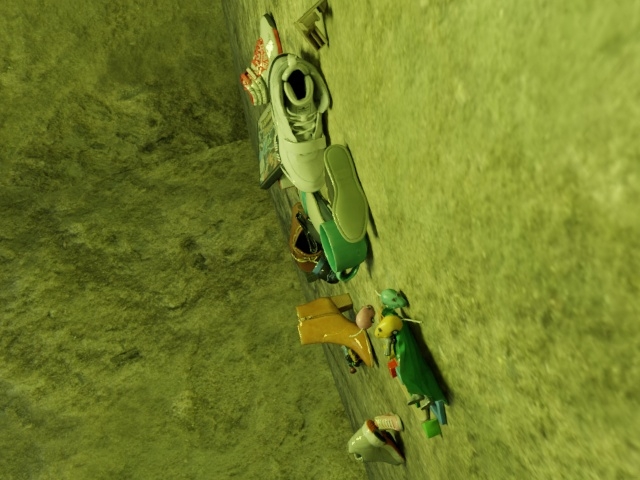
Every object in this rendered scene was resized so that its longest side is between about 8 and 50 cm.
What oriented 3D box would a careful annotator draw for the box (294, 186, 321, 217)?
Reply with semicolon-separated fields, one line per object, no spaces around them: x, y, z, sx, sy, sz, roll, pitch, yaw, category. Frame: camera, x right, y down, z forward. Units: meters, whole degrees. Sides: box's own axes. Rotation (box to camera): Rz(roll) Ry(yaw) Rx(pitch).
-0.044;-0.168;1.676;0.101;0.060;0.244;82;167;-48;box

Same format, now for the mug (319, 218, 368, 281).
0.063;0.013;1.216;0.158;0.097;0.130;86;164;-59;mug

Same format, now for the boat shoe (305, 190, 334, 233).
0.026;-0.064;1.367;0.095;0.079;0.255;87;161;-45;boat shoe

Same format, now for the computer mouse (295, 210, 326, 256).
0.000;0.000;1.549;0.262;0.060;0.184;14;137;61;computer mouse

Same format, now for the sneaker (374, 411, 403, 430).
0.209;0.570;1.493;0.134;0.070;0.051;121;133;-78;sneaker

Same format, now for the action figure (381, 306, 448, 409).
0.174;0.229;0.996;0.137;0.063;0.232;35;-153;-39;action figure

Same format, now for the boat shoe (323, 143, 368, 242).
0.057;-0.104;1.103;0.069;0.081;0.228;111;148;-81;boat shoe

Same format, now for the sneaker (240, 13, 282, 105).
-0.194;-0.571;1.543;0.090;0.144;0.270;-121;16;-58;sneaker

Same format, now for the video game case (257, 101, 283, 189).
-0.133;-0.322;1.479;0.274;0.035;0.249;-32;59;58;video game case

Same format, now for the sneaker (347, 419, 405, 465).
0.176;0.679;1.566;0.262;0.121;0.099;48;-174;-35;sneaker

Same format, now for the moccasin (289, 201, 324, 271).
-0.042;0.015;1.841;0.380;0.139;0.147;101;161;-53;moccasin

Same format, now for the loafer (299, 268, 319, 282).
-0.068;0.103;2.263;0.251;0.094;0.087;83;163;-51;loafer

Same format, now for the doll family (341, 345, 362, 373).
0.123;0.426;1.779;0.193;0.075;0.112;81;165;-69;doll family

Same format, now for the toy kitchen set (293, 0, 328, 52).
0.001;-0.425;0.953;0.075;0.068;0.083;45;-175;-28;toy kitchen set

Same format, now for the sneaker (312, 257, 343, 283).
0.035;0.111;1.673;0.090;0.082;0.232;33;-175;8;sneaker

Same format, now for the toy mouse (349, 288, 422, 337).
0.124;0.144;1.021;0.031;0.160;0.143;49;-158;-33;toy mouse

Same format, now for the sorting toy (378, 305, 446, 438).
0.193;0.306;1.140;0.348;0.047;0.196;-118;14;-54;sorting toy

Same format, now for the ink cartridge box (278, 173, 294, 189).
-0.095;-0.260;1.587;0.072;0.127;0.175;83;166;-46;ink cartridge box

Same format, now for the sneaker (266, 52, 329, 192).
-0.051;-0.287;1.206;0.210;0.137;0.366;-125;22;-72;sneaker

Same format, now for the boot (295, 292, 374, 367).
0.040;0.320;1.602;0.104;0.211;0.295;83;167;-53;boot
